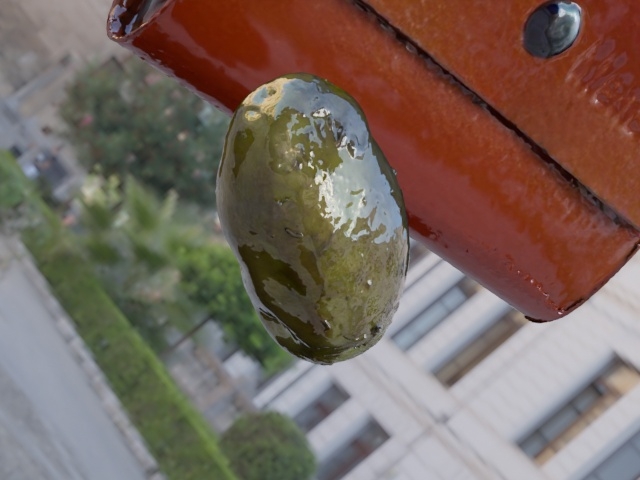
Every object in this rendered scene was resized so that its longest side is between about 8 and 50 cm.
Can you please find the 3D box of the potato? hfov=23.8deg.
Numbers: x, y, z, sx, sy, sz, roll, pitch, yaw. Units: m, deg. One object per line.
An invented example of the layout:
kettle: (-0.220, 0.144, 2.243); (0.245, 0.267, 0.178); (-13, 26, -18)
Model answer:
potato: (0.000, 0.000, 0.363); (0.046, 0.045, 0.092); (43, -21, 31)

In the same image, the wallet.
wallet: (0.055, -0.063, 0.452); (0.204, 0.142, 0.045); (33, 17, -38)
